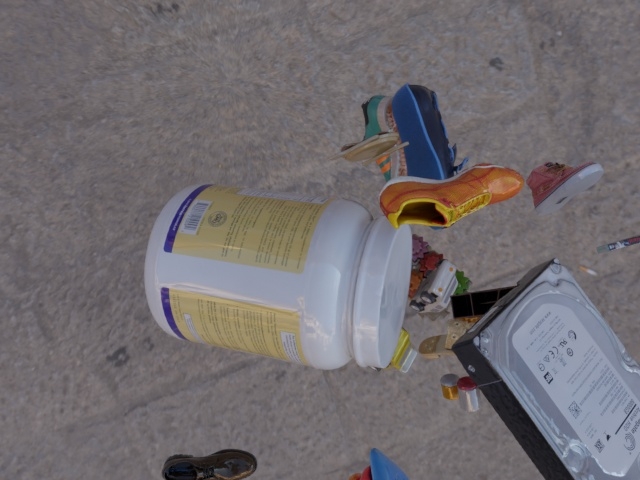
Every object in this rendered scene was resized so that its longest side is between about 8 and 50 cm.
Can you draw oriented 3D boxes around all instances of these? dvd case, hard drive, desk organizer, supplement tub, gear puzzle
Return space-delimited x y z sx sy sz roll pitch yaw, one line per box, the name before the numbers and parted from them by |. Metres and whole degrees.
dvd case | 0.505 -0.004 0.934 0.119 0.087 0.013 -19 82 13
hard drive | 0.370 0.222 0.858 0.236 0.064 0.339 -33 86 -32
desk organizer | 0.294 0.108 1.029 0.050 0.130 0.047 1 78 -43
supplement tub | -0.052 0.050 0.851 0.331 0.241 0.241 8 105 18
gear puzzle | 0.315 0.126 1.644 0.175 0.339 0.044 -42 149 -6

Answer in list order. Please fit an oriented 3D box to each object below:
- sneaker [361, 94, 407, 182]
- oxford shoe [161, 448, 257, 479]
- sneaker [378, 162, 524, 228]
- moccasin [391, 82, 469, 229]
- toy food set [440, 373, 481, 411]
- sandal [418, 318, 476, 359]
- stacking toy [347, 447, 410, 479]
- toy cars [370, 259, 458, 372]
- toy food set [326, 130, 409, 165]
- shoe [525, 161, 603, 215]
sneaker | 0.183 -0.233 1.537 0.108 0.121 0.302 -29 119 -26
oxford shoe | -0.263 0.549 1.404 0.227 0.096 0.083 -5 84 -6
sneaker | 0.156 -0.044 0.691 0.174 0.068 0.064 -12 140 -6
moccasin | 0.267 -0.198 1.343 0.116 0.137 0.342 -9 86 -30
toy food set | 0.339 0.245 1.113 0.232 0.111 0.105 -9 107 12
sandal | 0.326 0.235 1.468 0.079 0.088 0.240 45 136 -20
stacking toy | 0.036 0.556 1.173 0.301 0.175 0.166 -26 129 17
toy cars | 0.228 0.197 1.397 0.087 0.176 0.394 30 120 3
toy food set | 0.096 -0.197 1.209 0.132 0.192 0.039 -23 83 26
shoe | 0.443 -0.117 1.097 0.063 0.178 0.081 -11 71 -16
